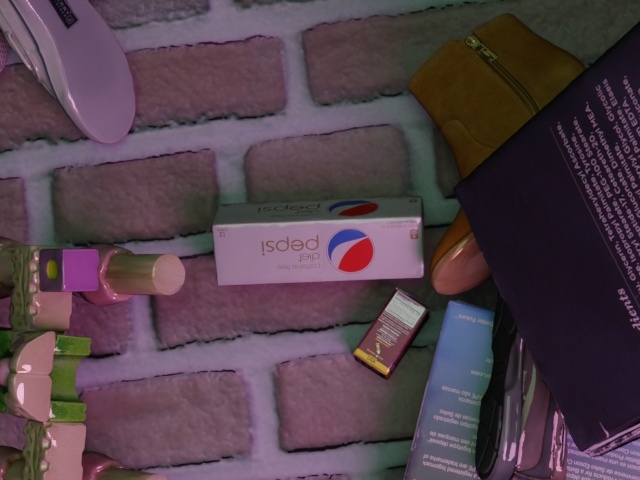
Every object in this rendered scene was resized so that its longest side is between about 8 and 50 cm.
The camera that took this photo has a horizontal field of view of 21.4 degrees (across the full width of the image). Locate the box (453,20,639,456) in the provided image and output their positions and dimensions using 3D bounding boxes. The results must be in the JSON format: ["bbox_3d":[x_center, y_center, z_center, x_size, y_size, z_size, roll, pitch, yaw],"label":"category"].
[{"bbox_3d":[0.459,-0.077,1.451,0.479,0.472,0.297,-18,74,-32],"label":"box"}]

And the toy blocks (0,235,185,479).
[{"bbox_3d":[-0.330,0.128,1.674,0.260,0.309,0.289,0,85,47],"label":"toy blocks"}]

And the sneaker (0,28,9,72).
[{"bbox_3d":[-0.409,-0.314,1.836,0.151,0.094,0.256,5,84,1],"label":"sneaker"}]

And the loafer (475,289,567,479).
[{"bbox_3d":[0.211,0.105,1.617,0.084,0.096,0.268,12,85,-13],"label":"loafer"}]

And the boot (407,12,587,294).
[{"bbox_3d":[0.158,-0.095,1.735,0.295,0.104,0.211,-41,62,-18],"label":"boot"}]

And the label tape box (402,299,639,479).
[{"bbox_3d":[0.203,0.251,1.676,0.240,0.106,0.334,14,80,7],"label":"label tape box"}]

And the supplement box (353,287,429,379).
[{"bbox_3d":[0.074,0.097,1.743,0.043,0.055,0.083,33,82,10],"label":"supplement box"}]

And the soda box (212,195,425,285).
[{"bbox_3d":[0.000,0.000,1.748,0.216,0.074,0.069,-3,109,4],"label":"soda box"}]

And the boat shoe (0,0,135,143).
[{"bbox_3d":[-0.284,-0.218,1.794,0.095,0.084,0.258,-39,114,-36],"label":"boat shoe"}]
